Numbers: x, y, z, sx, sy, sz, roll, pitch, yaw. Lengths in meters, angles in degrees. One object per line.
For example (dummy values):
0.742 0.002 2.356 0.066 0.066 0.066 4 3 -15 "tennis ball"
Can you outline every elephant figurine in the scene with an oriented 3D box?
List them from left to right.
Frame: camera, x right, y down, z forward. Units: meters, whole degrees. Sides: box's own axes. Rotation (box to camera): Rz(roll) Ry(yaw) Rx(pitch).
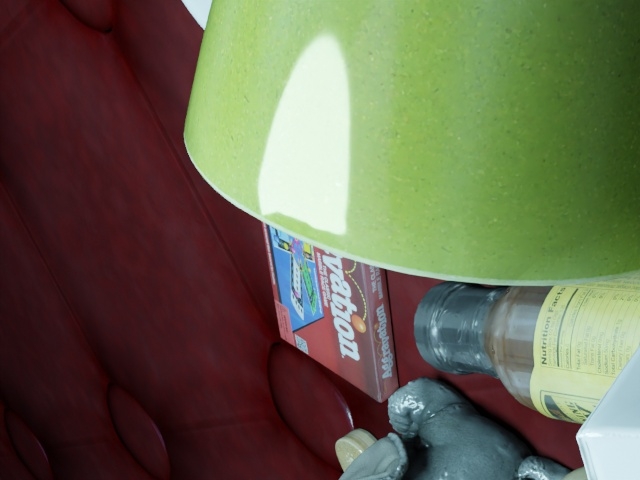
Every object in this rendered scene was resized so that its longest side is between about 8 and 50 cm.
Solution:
0.051 0.236 1.215 0.169 0.239 0.186 47 149 23 "elephant figurine"

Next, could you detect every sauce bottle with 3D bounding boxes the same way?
0.191 0.069 0.980 0.344 0.111 0.111 4 119 59 "sauce bottle"

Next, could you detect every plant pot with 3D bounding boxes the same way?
0.081 -0.173 0.696 0.275 0.275 0.293 32 127 40 "plant pot"

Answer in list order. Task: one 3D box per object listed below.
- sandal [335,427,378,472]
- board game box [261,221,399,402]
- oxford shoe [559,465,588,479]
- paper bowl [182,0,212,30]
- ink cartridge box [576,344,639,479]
0.067 0.301 1.417 0.240 0.079 0.088 58 152 3 "sandal"
0.000 0.000 1.302 0.145 0.027 0.281 29 139 42 "board game box"
0.200 0.262 1.089 0.130 0.123 0.348 -113 5 -48 "oxford shoe"
0.000 -0.216 0.946 0.284 0.148 0.284 28 132 35 "paper bowl"
0.270 0.094 0.654 0.198 0.270 0.197 0 118 36 "ink cartridge box"
